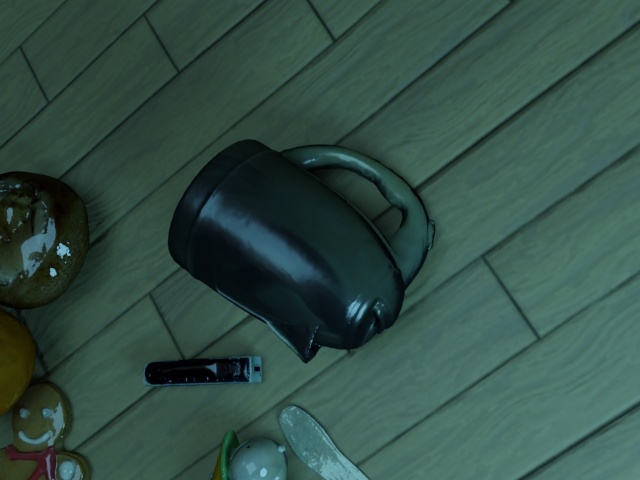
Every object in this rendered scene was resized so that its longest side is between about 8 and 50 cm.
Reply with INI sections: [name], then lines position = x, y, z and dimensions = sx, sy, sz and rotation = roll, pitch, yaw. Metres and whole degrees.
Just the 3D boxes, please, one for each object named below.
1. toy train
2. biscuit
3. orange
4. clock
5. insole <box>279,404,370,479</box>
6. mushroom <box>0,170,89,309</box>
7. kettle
[toy train]
position = -0.192, 0.209, 1.515
dimensions = 0.207, 0.047, 0.043
rotation = -6, 79, 25
[biscuit]
position = -0.493, 0.413, 1.626
dimensions = 0.216, 0.047, 0.340
rotation = 4, 85, 24
[orange]
position = -0.620, 0.192, 1.583
dimensions = 0.284, 0.284, 0.226
rotation = 12, 74, 26
[clock]
position = -0.087, 0.387, 1.412
dimensions = 0.144, 0.103, 0.231
rotation = -35, 72, 15
[insole]
position = 0.005, 0.323, 1.429
dimensions = 0.192, 0.010, 0.063
rotation = 42, 100, 24
[mushroom]
position = -0.506, -0.002, 1.631
dimensions = 0.253, 0.153, 0.253
rotation = -4, 79, 22
[kettle]
position = 0.000, 0.000, 1.387
dimensions = 0.324, 0.228, 0.321
rotation = 35, 66, 20
